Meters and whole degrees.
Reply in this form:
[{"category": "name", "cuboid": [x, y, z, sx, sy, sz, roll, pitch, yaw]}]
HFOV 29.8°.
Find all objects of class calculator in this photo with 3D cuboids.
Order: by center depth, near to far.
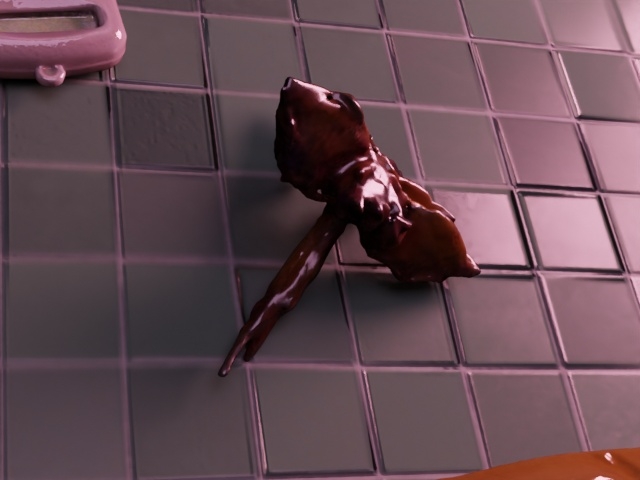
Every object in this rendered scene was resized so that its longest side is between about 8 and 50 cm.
[{"category": "calculator", "cuboid": [-0.177, -0.160, 0.716, 0.100, 0.032, 0.175, -7, 60, -24]}]

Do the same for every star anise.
[{"category": "star anise", "cuboid": [-0.005, -0.003, 0.665, 0.158, 0.144, 0.140, 46, 10, 6]}]

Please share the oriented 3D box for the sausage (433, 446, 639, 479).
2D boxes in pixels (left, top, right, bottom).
[{"category": "sausage", "cuboid": [0.128, 0.166, 0.547, 0.241, 0.120, 0.136, 1, 46, -18]}]
